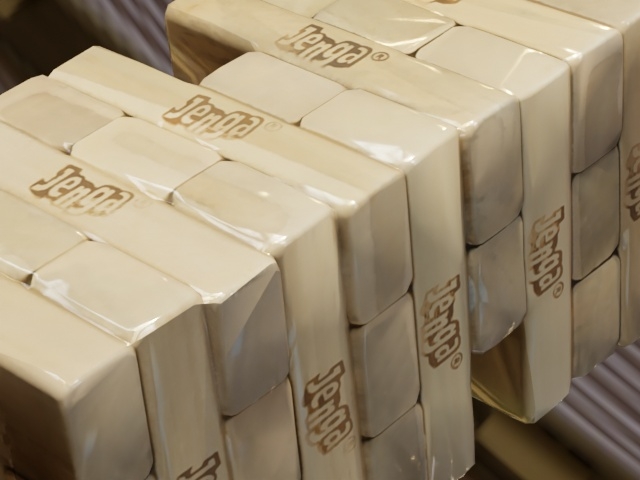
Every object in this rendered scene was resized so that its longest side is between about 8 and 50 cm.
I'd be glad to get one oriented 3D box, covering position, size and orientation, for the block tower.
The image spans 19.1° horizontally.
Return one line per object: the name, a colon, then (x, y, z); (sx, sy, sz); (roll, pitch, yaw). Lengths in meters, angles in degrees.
block tower: (0.000, 0.000, 0.415); (0.097, 0.335, 0.091); (26, -44, 36)
